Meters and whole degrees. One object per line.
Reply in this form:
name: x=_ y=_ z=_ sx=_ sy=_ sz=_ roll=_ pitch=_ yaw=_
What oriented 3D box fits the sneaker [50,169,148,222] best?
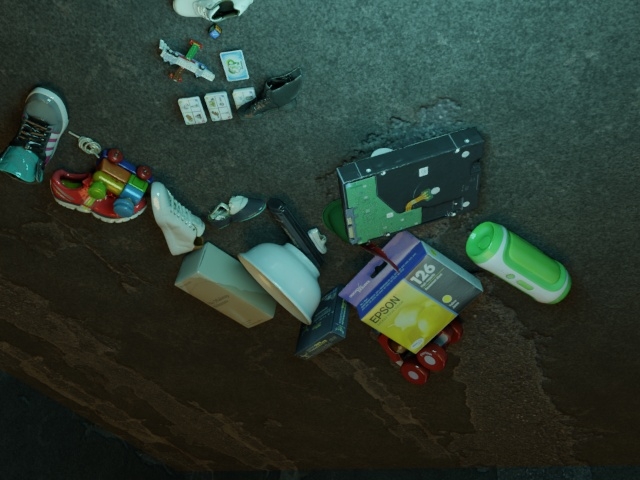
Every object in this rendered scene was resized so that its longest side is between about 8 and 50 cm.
sneaker: x=-0.632 y=-0.133 z=1.769 sx=0.278 sy=0.107 sz=0.118 roll=11 pitch=138 yaw=0

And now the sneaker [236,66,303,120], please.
sneaker: x=-0.116 y=-0.328 z=1.407 sx=0.170 sy=0.051 sz=0.089 roll=-12 pitch=147 yaw=5

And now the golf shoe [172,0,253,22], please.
golf shoe: x=-0.222 y=-0.468 z=1.239 sx=0.176 sy=0.086 sz=0.069 roll=-3 pitch=142 yaw=21

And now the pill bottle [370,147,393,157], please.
pill bottle: x=0.160 y=-0.152 z=1.548 sx=0.086 sy=0.086 sz=0.152 roll=4 pitch=142 yaw=10

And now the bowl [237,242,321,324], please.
bowl: x=-0.097 y=0.103 z=1.860 sx=0.298 sy=0.134 sz=0.298 roll=42 pitch=167 yaw=12

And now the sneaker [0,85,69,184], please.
sneaker: x=-0.740 y=-0.244 z=1.587 sx=0.123 sy=0.179 sz=0.295 roll=24 pitch=141 yaw=-16

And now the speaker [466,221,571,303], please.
speaker: x=0.538 y=0.063 z=1.693 sx=0.296 sy=0.131 sz=0.131 roll=29 pitch=140 yaw=-22

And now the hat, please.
hat: x=0.088 y=0.004 z=1.687 sx=0.208 sy=0.184 sz=0.173 roll=-25 pitch=130 yaw=38

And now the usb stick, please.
usb stick: x=-0.069 y=-0.017 z=1.802 sx=0.077 sy=0.045 sz=0.278 roll=32 pitch=163 yaw=45

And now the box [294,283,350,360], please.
box: x=0.009 y=0.272 z=2.058 sx=0.059 sy=0.184 sz=0.232 roll=27 pitch=141 yaw=-20

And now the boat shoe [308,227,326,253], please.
boat shoe: x=0.000 y=0.000 z=1.831 sx=0.035 sy=0.035 sz=0.100 roll=-24 pitch=129 yaw=13

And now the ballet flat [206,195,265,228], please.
ballet flat: x=-0.247 y=-0.084 z=1.759 sx=0.203 sy=0.074 sz=0.074 roll=-18 pitch=134 yaw=36

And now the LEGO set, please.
LEGO set: x=-0.250 y=-0.378 z=1.415 sx=0.182 sy=0.060 sz=0.244 roll=-7 pitch=142 yaw=4

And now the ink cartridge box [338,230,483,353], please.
ink cartridge box: x=0.263 y=0.157 z=1.839 sx=0.307 sy=0.072 sz=0.304 roll=31 pitch=118 yaw=-20

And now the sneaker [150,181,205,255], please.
sneaker: x=-0.406 y=-0.072 z=1.809 sx=0.123 sy=0.106 sz=0.290 roll=-9 pitch=144 yaw=-1

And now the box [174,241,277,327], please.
box: x=-0.298 y=0.149 z=2.029 sx=0.311 sy=0.121 sz=0.148 roll=35 pitch=138 yaw=-28

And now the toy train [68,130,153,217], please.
toy train: x=-0.584 y=-0.172 z=1.668 sx=0.248 sy=0.143 sz=0.105 roll=31 pitch=138 yaw=-25

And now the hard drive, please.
hard drive: x=0.214 y=-0.123 z=1.485 sx=0.338 sy=0.064 sz=0.237 roll=-18 pitch=141 yaw=-4

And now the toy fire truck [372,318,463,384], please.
toy fire truck: x=0.306 y=0.321 z=2.090 sx=0.254 sy=0.169 sz=0.302 roll=38 pitch=141 yaw=5
